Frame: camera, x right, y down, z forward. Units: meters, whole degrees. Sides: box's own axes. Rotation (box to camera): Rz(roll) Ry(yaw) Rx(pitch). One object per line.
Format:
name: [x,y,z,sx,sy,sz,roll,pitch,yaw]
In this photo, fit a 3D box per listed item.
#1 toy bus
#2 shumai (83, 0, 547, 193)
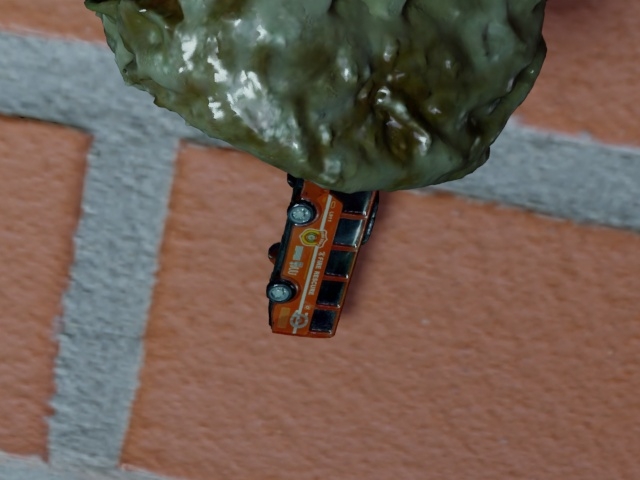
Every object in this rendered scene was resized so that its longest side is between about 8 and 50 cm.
toy bus: [0.000,0.000,0.720,0.043,0.031,0.110,9,132,-7]
shumai: [0.013,-0.113,0.529,0.184,0.184,0.142,16,123,-10]
